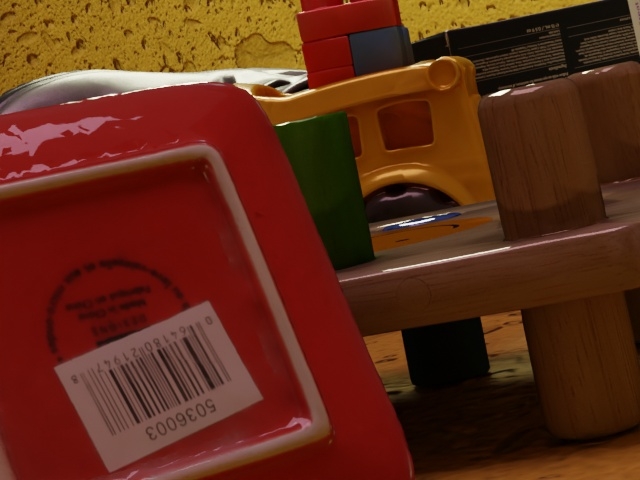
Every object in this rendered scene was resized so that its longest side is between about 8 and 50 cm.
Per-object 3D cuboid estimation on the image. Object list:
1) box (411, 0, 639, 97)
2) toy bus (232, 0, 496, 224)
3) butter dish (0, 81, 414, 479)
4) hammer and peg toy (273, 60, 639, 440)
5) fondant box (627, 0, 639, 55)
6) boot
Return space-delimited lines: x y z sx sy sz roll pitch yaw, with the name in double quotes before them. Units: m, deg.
"box" 0.227 -0.133 1.751 0.261 0.184 0.103 -14 2 -26
"toy bus" 0.004 -0.052 1.086 0.220 0.211 0.149 -13 5 12
"butter dish" -0.077 0.047 0.567 0.160 0.160 0.118 -14 -19 -28
"hammer and peg toy" -0.023 0.018 0.748 0.361 0.127 0.266 -11 4 19
"fondant box" 0.359 -0.169 1.447 0.096 0.238 0.330 -14 4 -8
"boot" -0.068 -0.076 1.246 0.338 0.118 0.222 -19 14 -37
